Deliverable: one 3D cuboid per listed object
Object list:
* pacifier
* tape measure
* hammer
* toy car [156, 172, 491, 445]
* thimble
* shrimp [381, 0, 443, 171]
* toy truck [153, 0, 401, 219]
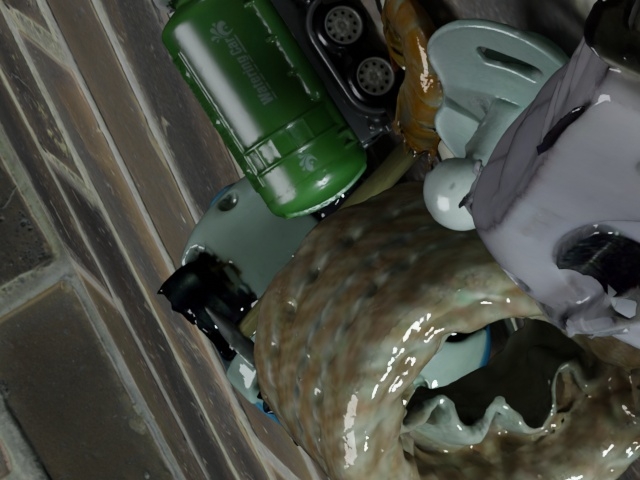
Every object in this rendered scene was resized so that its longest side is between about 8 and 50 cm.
[{"bbox_3d":[0.104,-0.050,0.967,0.126,0.117,0.150,25,151,15],"label":"pacifier"},{"bbox_3d":[0.169,-0.014,0.745,0.197,0.120,0.236,26,158,-2],"label":"tape measure"},{"bbox_3d":[0.000,0.000,1.238,0.062,0.199,0.013,43,-179,25],"label":"hammer"},{"bbox_3d":[0.015,0.057,1.329,0.255,0.188,0.190,42,177,25],"label":"toy car"},{"bbox_3d":[0.084,0.069,1.045,0.148,0.229,0.196,41,143,52],"label":"thimble"},{"bbox_3d":[0.056,-0.105,1.134,0.095,0.045,0.162,53,166,18],"label":"shrimp"},{"bbox_3d":[-0.041,-0.139,1.219,0.242,0.125,0.101,59,166,-1],"label":"toy truck"}]
